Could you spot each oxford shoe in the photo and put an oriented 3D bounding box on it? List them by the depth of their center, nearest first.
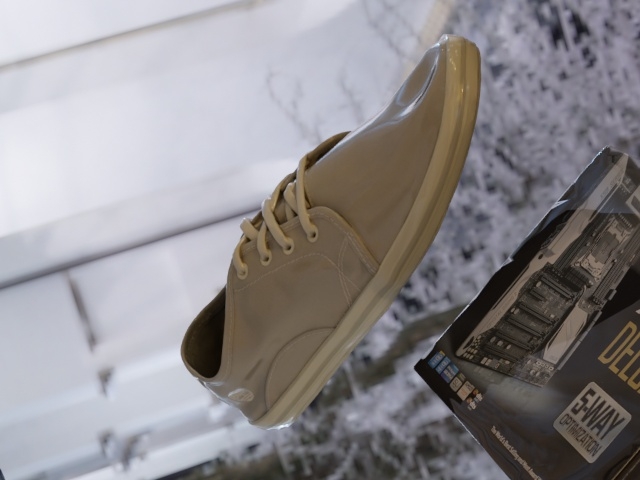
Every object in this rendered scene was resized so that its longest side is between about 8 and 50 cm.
[{"bbox_3d":[0.000,0.000,1.325,0.449,0.130,0.169,-56,-163,38],"label":"oxford shoe"}]

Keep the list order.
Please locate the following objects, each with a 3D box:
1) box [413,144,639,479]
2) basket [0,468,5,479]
[{"bbox_3d":[0.215,0.075,1.103,0.076,0.242,0.307,39,4,-22],"label":"box"},{"bbox_3d":[-0.267,0.190,0.800,0.289,0.201,0.255,-105,-150,-62],"label":"basket"}]
